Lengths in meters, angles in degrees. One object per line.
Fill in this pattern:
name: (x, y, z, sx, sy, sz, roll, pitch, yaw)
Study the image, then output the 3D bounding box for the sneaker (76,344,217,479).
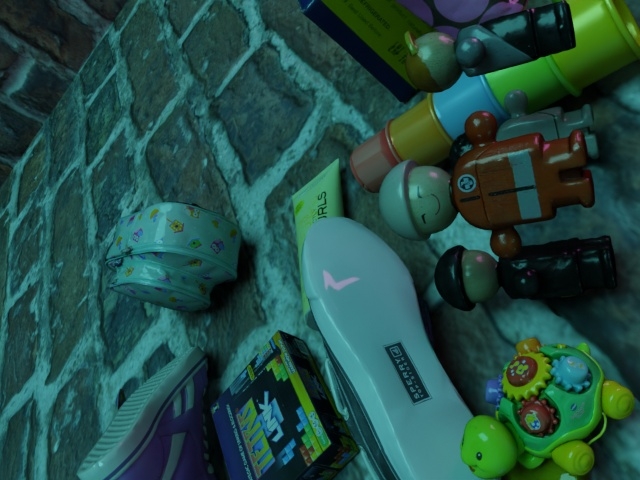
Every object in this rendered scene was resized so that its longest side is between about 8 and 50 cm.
sneaker: (-0.178, 0.254, 0.738, 0.102, 0.161, 0.282, -36, 10, 18)

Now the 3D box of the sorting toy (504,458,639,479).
sorting toy: (0.238, 0.211, 0.356, 0.307, 0.041, 0.229, 14, 75, 58)

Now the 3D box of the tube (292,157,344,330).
tube: (0.000, 0.000, 0.738, 0.069, 0.062, 0.240, -5, 47, 0)

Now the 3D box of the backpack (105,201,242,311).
backpack: (-0.210, 0.023, 0.866, 0.188, 0.165, 0.145, -24, 52, 41)

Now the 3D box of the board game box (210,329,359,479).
board game box: (-0.049, 0.210, 0.663, 0.141, 0.048, 0.170, -49, 39, 12)

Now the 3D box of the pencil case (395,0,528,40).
pencil case: (0.101, -0.274, 0.576, 0.098, 0.209, 0.095, -60, 13, -18)

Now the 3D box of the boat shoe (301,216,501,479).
boat shoe: (0.051, 0.115, 0.544, 0.301, 0.108, 0.102, 62, 145, 30)

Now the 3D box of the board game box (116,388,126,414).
board game box: (-0.249, 0.286, 0.804, 0.133, 0.033, 0.169, 169, 94, -76)

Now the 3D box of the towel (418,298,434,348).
towel: (0.062, 0.107, 0.620, 0.119, 0.029, 0.067, -33, 46, 30)

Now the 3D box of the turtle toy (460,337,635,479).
turtle toy: (0.158, 0.126, 0.441, 0.130, 0.066, 0.095, -50, 19, -6)

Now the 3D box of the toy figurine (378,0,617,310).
toy figurine: (0.145, -0.062, 0.486, 0.148, 0.213, 0.210, -10, 59, 29)

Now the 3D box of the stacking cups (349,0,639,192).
stacking cups: (0.169, -0.141, 0.627, 0.316, 0.096, 0.096, -31, 46, 40)

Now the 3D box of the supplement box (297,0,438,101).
supplement box: (0.150, -0.383, 0.703, 0.356, 0.194, 0.195, -39, 42, 24)

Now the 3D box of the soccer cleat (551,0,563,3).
soccer cleat: (0.311, -0.307, 0.592, 0.179, 0.060, 0.072, -50, 48, 23)
